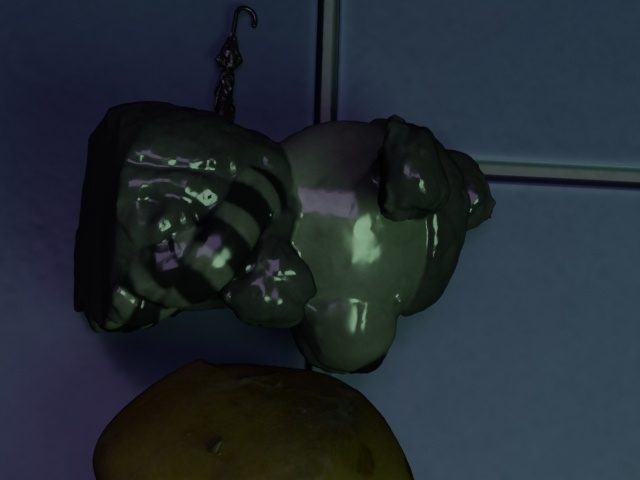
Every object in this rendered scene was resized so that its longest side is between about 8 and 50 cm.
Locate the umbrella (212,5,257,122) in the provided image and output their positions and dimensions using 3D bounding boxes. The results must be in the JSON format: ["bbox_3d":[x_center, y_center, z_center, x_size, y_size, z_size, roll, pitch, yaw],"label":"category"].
[{"bbox_3d":[-0.060,-0.093,0.746,0.022,0.013,0.122,19,70,-21],"label":"umbrella"}]

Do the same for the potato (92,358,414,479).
[{"bbox_3d":[-0.030,0.126,0.623,0.176,0.137,0.137,22,73,-7],"label":"potato"}]

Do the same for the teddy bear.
[{"bbox_3d":[-0.012,-0.002,0.641,0.251,0.171,0.144,0,80,-6],"label":"teddy bear"}]
